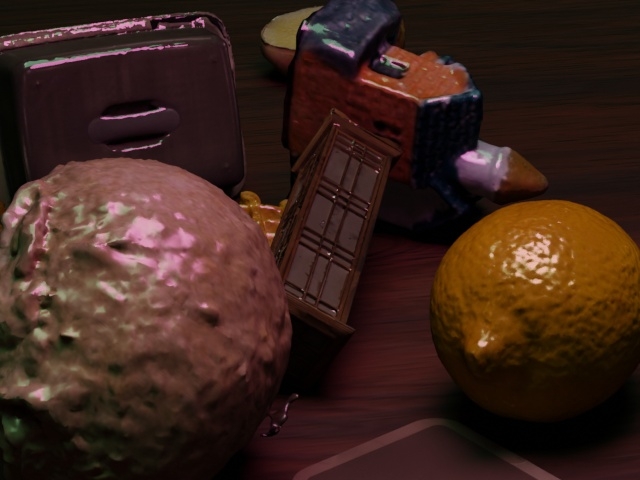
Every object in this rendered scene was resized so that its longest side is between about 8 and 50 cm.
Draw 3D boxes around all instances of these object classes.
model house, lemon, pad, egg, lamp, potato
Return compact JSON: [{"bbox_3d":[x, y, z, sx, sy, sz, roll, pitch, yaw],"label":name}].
[{"bbox_3d":[0.115,-0.111,1.802,0.291,0.253,0.184,24,42,19],"label":"model house"},{"bbox_3d":[0.189,0.058,1.436,0.187,0.187,0.244,13,22,31],"label":"lemon"},{"bbox_3d":[0.113,0.210,1.319,0.176,0.002,0.266,-18,28,-33],"label":"pad"},{"bbox_3d":[-0.156,0.070,1.340,0.279,0.279,0.310,0,38,6],"label":"egg"},{"bbox_3d":[0.000,0.000,1.602,0.089,0.090,0.325,29,33,-9],"label":"lamp"},{"bbox_3d":[0.018,-0.262,2.327,0.200,0.081,0.164,-1,31,9],"label":"potato"}]

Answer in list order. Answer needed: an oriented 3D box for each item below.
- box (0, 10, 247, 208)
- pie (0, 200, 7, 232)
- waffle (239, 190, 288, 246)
[{"bbox_3d":[-0.229,-0.132,1.875,0.290,0.220,0.166,-11,11,-20],"label":"box"},{"bbox_3d":[-0.458,0.006,1.713,0.288,0.103,0.355,-13,22,-24],"label":"pie"},{"bbox_3d":[-0.102,0.004,1.742,0.160,0.055,0.211,-4,26,-8],"label":"waffle"}]
